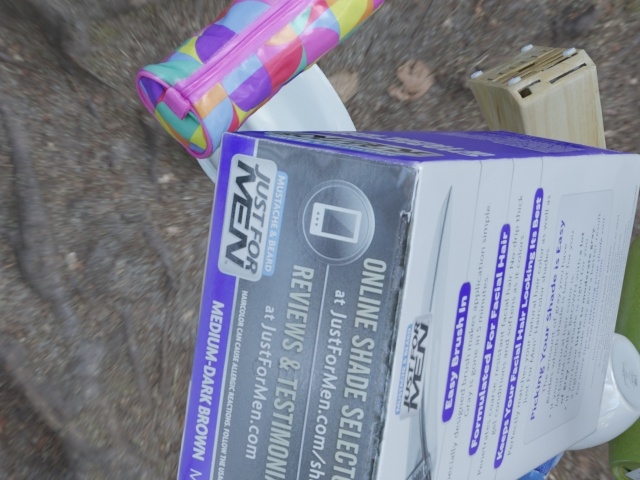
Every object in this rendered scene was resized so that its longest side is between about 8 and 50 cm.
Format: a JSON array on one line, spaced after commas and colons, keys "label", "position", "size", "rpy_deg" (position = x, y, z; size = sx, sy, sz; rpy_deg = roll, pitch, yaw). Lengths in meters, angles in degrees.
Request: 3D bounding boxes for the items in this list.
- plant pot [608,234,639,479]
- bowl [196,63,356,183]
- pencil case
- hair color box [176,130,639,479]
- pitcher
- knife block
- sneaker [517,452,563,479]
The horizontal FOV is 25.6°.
[{"label": "plant pot", "position": [0.470, 0.176, 1.753], "size": [0.275, 0.275, 0.293], "rpy_deg": [27, 69, -3]}, {"label": "bowl", "position": [-0.079, -0.143, 1.834], "size": [0.134, 0.298, 0.298], "rpy_deg": [-33, 93, 24]}, {"label": "pencil case", "position": [-0.047, -0.176, 1.205], "size": [0.104, 0.104, 0.236], "rpy_deg": [46, 74, -3]}, {"label": "hair color box", "position": [0.065, 0.037, 0.755], "size": [0.110, 0.339, 0.185], "rpy_deg": [12, 99, 26]}, {"label": "pitcher", "position": [0.235, 0.142, 1.503], "size": [0.207, 0.125, 0.177], "rpy_deg": [-20, 61, 35]}, {"label": "knife block", "position": [0.260, -0.087, 1.525], "size": [0.088, 0.275, 0.242], "rpy_deg": [-29, 101, -2]}, {"label": "sneaker", "position": [0.264, 0.157, 1.770], "size": [0.130, 0.330, 0.147], "rpy_deg": [22, 127, -25]}]
